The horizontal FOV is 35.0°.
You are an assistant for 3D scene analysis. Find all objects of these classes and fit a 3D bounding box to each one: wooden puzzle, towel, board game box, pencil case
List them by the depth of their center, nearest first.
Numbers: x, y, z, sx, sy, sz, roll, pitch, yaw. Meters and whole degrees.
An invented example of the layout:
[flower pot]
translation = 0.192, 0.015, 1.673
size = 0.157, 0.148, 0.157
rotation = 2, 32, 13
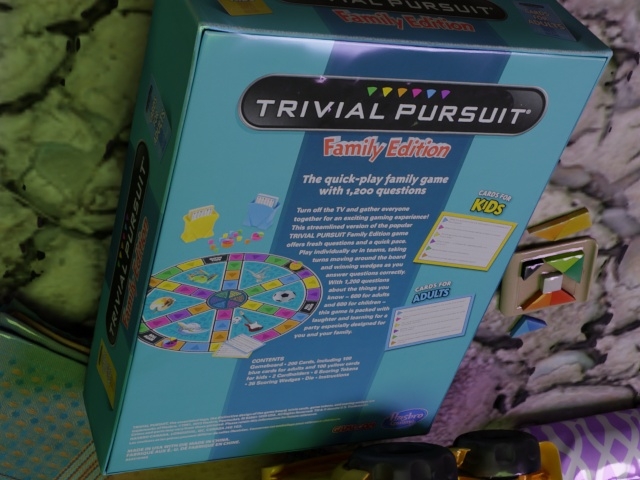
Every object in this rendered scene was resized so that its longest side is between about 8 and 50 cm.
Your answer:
[board game box]
translation = 0.000, 0.000, 0.652
size = 0.254, 0.079, 0.336
rotation = -1, 130, -26
[wooden puzzle]
translation = 0.177, 0.030, 0.787
size = 0.079, 0.014, 0.116
rotation = -13, 131, -2
[towel]
translation = -0.179, 0.205, 0.836
size = 0.370, 0.040, 0.271
rotation = 32, 117, -35
[pencil case]
translation = 0.273, 0.197, 0.901
size = 0.206, 0.088, 0.086
rotation = -8, 128, -6

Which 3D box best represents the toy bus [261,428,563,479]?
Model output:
[toy bus]
translation = 0.053, 0.222, 0.790
size = 0.220, 0.211, 0.149
rotation = -1, 88, -38
